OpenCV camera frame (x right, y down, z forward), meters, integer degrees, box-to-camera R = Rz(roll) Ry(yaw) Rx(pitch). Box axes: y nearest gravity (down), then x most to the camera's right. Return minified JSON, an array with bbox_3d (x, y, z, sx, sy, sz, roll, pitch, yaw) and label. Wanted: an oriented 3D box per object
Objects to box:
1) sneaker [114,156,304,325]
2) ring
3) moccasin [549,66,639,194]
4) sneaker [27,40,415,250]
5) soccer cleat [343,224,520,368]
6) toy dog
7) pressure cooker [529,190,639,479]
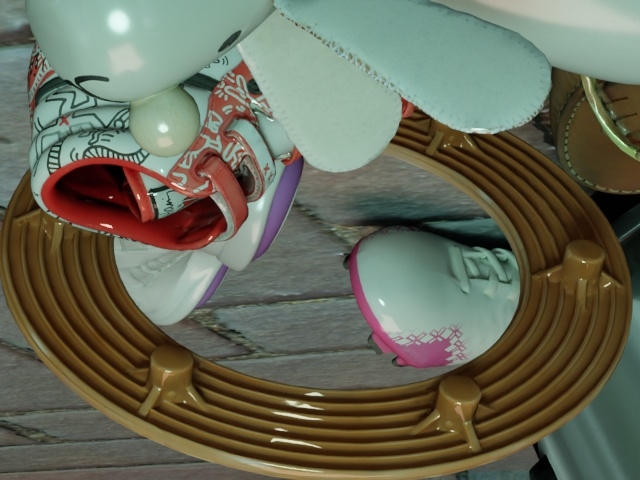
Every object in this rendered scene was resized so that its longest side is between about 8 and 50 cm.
[{"bbox_3d":[-0.113,-0.033,1.290,0.152,0.114,0.305,22,160,-11],"label":"sneaker"},{"bbox_3d":[0.000,0.000,1.050,0.336,0.336,0.032,2,128,-9],"label":"ring"},{"bbox_3d":[0.217,-0.083,0.958,0.139,0.147,0.380,6,164,-21],"label":"moccasin"},{"bbox_3d":[-0.016,-0.063,1.006,0.270,0.145,0.090,0,145,2],"label":"sneaker"},{"bbox_3d":[0.139,0.040,1.545,0.143,0.116,0.331,-24,159,22],"label":"soccer cleat"},{"bbox_3d":[0.064,-0.079,0.787,0.334,0.161,0.220,-14,-177,-1],"label":"toy dog"},{"bbox_3d":[0.335,0.132,1.295,0.375,0.420,0.370,-6,135,-17],"label":"pressure cooker"}]
